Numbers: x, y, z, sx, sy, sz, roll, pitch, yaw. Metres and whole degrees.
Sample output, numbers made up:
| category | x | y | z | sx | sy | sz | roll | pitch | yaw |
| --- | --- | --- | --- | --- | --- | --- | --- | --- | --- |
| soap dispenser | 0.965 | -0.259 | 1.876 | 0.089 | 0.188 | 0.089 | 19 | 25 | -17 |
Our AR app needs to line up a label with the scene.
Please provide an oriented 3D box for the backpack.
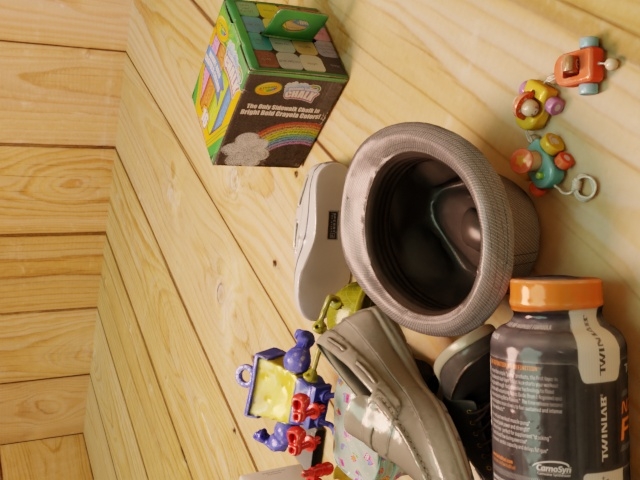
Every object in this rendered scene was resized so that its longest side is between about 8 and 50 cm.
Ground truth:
| category | x | y | z | sx | sy | sz | roll | pitch | yaw |
| --- | --- | --- | --- | --- | --- | --- | --- | --- | --- |
| backpack | 0.084 | 0.245 | 1.023 | 0.152 | 0.115 | 0.182 | 28 | 119 | 56 |

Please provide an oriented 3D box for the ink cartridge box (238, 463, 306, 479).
| category | x | y | z | sx | sy | sz | roll | pitch | yaw |
| --- | --- | --- | --- | --- | --- | --- | --- | --- | --- |
| ink cartridge box | -0.069 | 0.515 | 1.310 | 0.176 | 0.127 | 0.128 | 55 | 137 | 46 |

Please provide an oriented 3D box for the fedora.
| category | x | y | z | sx | sy | sz | roll | pitch | yaw |
| --- | --- | --- | --- | --- | --- | --- | --- | --- | --- |
| fedora | 0.151 | -0.015 | 0.871 | 0.275 | 0.124 | 0.244 | 22 | 112 | 55 |

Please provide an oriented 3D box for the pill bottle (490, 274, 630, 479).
| category | x | y | z | sx | sy | sz | roll | pitch | yaw |
| --- | --- | --- | --- | --- | --- | --- | --- | --- | --- |
| pill bottle | 0.232 | 0.157 | 0.721 | 0.130 | 0.130 | 0.246 | -1 | 91 | 62 |

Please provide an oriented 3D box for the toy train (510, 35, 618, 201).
| category | x | y | z | sx | sy | sz | roll | pitch | yaw |
| --- | --- | --- | --- | --- | --- | --- | --- | --- | --- |
| toy train | 0.244 | -0.125 | 0.773 | 0.125 | 0.046 | 0.166 | 12 | 102 | 62 |

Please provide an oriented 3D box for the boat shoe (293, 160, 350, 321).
| category | x | y | z | sx | sy | sz | roll | pitch | yaw |
| --- | --- | --- | --- | --- | --- | --- | --- | --- | --- |
| boat shoe | 0.000 | 0.000 | 1.209 | 0.084 | 0.095 | 0.258 | 15 | 94 | 65 |

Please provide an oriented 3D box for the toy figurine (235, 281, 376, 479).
| category | x | y | z | sx | sy | sz | roll | pitch | yaw |
| --- | --- | --- | --- | --- | --- | --- | --- | --- | --- |
| toy figurine | -0.056 | 0.213 | 1.127 | 0.217 | 0.191 | 0.363 | 15 | 100 | 34 |

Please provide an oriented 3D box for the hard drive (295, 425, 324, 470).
| category | x | y | z | sx | sy | sz | roll | pitch | yaw |
| --- | --- | --- | --- | --- | --- | --- | --- | --- | --- |
| hard drive | -0.035 | 0.353 | 1.350 | 0.135 | 0.022 | 0.094 | 33 | 120 | 57 |

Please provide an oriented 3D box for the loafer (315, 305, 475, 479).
| category | x | y | z | sx | sy | sz | roll | pitch | yaw |
| --- | --- | --- | --- | --- | --- | --- | --- | --- | --- |
| loafer | 0.084 | 0.207 | 0.852 | 0.319 | 0.111 | 0.112 | -119 | 10 | -52 |

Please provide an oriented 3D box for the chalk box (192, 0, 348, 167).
| category | x | y | z | sx | sy | sz | roll | pitch | yaw |
| --- | --- | --- | --- | --- | --- | --- | --- | --- | --- |
| chalk box | -0.083 | -0.283 | 1.244 | 0.289 | 0.180 | 0.179 | -57 | 43 | 45 |

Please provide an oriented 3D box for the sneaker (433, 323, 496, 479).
| category | x | y | z | sx | sy | sz | roll | pitch | yaw |
| --- | --- | --- | --- | --- | --- | --- | --- | --- | --- |
| sneaker | 0.190 | 0.187 | 0.827 | 0.118 | 0.083 | 0.222 | 57 | 166 | 34 |
